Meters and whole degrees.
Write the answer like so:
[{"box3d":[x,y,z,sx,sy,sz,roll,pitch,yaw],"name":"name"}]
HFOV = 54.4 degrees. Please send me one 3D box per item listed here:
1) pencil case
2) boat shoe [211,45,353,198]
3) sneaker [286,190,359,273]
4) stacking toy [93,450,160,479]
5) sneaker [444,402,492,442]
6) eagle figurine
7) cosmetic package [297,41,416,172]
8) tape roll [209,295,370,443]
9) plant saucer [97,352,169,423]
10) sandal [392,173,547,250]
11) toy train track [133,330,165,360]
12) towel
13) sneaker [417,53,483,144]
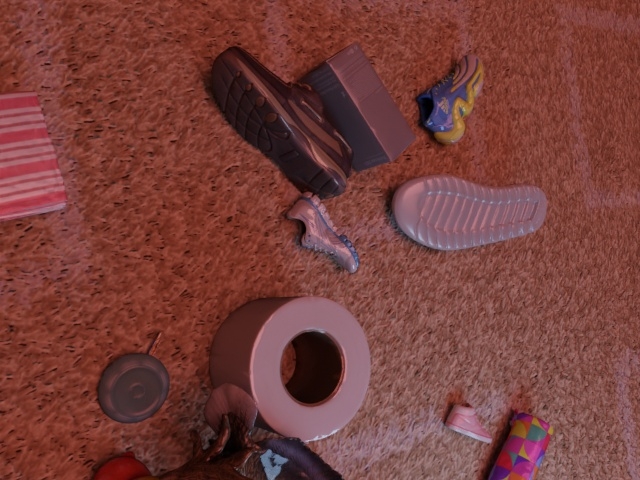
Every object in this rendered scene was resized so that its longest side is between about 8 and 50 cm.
[{"box3d":[0.462,0.522,1.463,0.104,0.104,0.236,44,62,-21],"name":"pencil case"},{"box3d":[-0.065,-0.235,1.203,0.355,0.132,0.130,48,52,-29],"name":"boat shoe"},{"box3d":[0.000,0.000,1.247,0.083,0.071,0.191,-42,99,-22],"name":"sneaker"},{"box3d":[-0.347,0.508,0.970,0.309,0.130,0.280,-38,131,-27],"name":"stacking toy"},{"box3d":[0.349,0.414,1.426,0.134,0.051,0.070,27,76,-23],"name":"sneaker"},{"box3d":[-0.108,0.393,0.983,0.225,0.226,0.298,-46,138,-3],"name":"eagle figurine"},{"box3d":[0.076,-0.270,1.284,0.107,0.127,0.238,-41,105,-29],"name":"cosmetic package"},{"box3d":[-0.055,0.222,1.119,0.246,0.169,0.246,3,84,-32],"name":"tape roll"},{"box3d":[-0.306,0.248,1.032,0.119,0.021,0.120,-3,96,-31],"name":"plant saucer"},{"box3d":[0.338,-0.064,1.448,0.416,0.102,0.170,2,99,-23],"name":"sandal"},{"box3d":[-0.291,0.194,1.061,0.048,0.014,0.083,35,74,-32],"name":"toy train track"},{"box3d":[-0.490,-0.130,0.967,0.144,0.029,0.197,-16,91,-33],"name":"towel"},{"box3d":[0.302,-0.351,1.458,0.126,0.091,0.240,24,73,-28],"name":"sneaker"}]
